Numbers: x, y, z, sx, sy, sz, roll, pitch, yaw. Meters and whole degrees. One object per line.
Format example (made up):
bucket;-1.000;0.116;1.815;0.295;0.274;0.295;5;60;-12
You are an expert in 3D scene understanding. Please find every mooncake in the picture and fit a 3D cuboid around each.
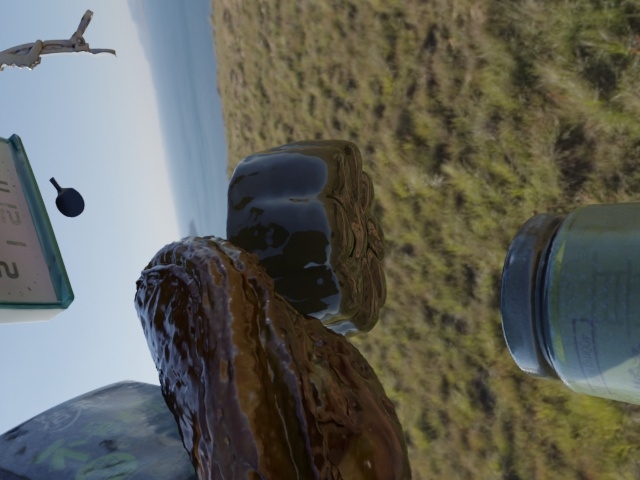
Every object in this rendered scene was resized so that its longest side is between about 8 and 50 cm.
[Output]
mooncake;0.000;0.000;1.003;0.378;0.200;0.379;-6;-90;-68

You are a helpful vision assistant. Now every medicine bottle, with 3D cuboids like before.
medicine bottle;0.296;0.046;0.359;0.322;0.151;0.151;0;100;46

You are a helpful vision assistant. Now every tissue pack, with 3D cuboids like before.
tissue pack;-0.216;0.299;0.715;0.394;0.288;0.124;2;99;30

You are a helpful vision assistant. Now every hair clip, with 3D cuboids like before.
hair clip;-0.417;-0.270;0.793;0.034;0.226;0.072;26;136;67

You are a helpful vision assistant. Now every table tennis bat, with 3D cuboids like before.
table tennis bat;-0.470;-0.080;1.019;0.083;0.050;0.007;53;180;-5

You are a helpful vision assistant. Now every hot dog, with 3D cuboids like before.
hot dog;-0.054;0.139;0.552;0.267;0.174;0.387;42;-179;-42

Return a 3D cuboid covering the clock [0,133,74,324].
clock;-0.427;-0.022;0.604;0.231;0.116;0.262;14;-137;-60
